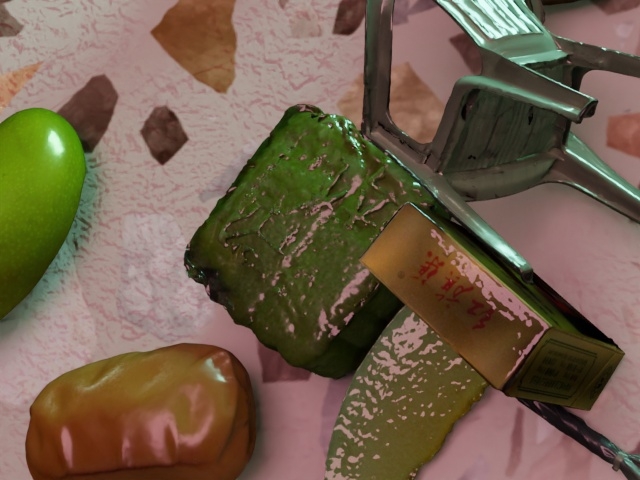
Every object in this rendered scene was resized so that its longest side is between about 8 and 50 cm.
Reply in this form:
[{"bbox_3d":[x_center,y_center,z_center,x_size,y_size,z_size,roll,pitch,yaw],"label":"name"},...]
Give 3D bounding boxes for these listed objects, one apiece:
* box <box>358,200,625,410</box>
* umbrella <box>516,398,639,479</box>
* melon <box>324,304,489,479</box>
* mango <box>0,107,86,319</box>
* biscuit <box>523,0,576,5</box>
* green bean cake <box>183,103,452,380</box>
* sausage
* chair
[{"bbox_3d":[0.148,0.058,0.999,0.159,0.240,0.071,42,100,27],"label":"box"},{"bbox_3d":[0.244,0.171,1.042,0.269,0.044,0.044,37,46,27],"label":"umbrella"},{"bbox_3d":[0.072,0.168,1.112,0.114,0.053,0.261,29,91,16],"label":"melon"},{"bbox_3d":[-0.353,-0.010,1.279,0.175,0.143,0.293,32,78,32],"label":"mango"},{"bbox_3d":[0.215,-0.379,1.181,0.332,0.103,0.332,-6,74,19],"label":"biscuit"},{"bbox_3d":[0.000,0.000,1.147,0.200,0.113,0.214,40,91,29],"label":"green bean cake"},{"bbox_3d":[-0.172,0.177,1.159,0.241,0.120,0.136,-15,55,17],"label":"sausage"},{"bbox_3d":[0.165,-0.124,1.022,0.275,0.203,0.190,39,132,42],"label":"chair"}]
